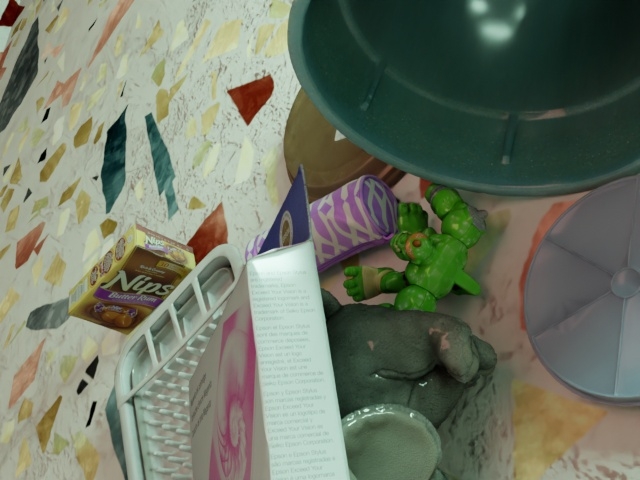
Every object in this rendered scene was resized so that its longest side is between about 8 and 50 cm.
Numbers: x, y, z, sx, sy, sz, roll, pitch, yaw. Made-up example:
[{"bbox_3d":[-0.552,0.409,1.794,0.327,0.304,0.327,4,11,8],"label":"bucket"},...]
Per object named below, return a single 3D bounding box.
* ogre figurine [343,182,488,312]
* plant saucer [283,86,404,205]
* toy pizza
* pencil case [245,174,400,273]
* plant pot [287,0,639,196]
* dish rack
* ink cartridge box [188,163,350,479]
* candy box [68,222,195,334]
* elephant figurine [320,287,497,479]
[{"bbox_3d":[0.102,0.021,0.798,0.197,0.096,0.118,-39,19,-19],"label":"ogre figurine"},{"bbox_3d":[0.045,-0.170,1.019,0.278,0.041,0.277,-26,51,37],"label":"plant saucer"},{"bbox_3d":[0.261,0.040,0.649,0.201,0.032,0.201,-26,52,38],"label":"toy pizza"},{"bbox_3d":[0.000,0.000,0.930,0.206,0.086,0.088,-31,55,34],"label":"pencil case"},{"bbox_3d":[0.181,-0.271,0.712,0.341,0.341,0.334,-10,53,46],"label":"plant pot"},{"bbox_3d":[-0.143,0.198,0.989,0.285,0.072,0.332,-45,41,20],"label":"dish rack"},{"bbox_3d":[-0.066,0.152,0.703,0.324,0.071,0.330,122,143,-58],"label":"ink cartridge box"},{"bbox_3d":[-0.294,0.063,1.214,0.187,0.109,0.053,-43,41,25],"label":"candy box"},{"bbox_3d":[0.057,0.184,0.670,0.186,0.169,0.239,5,63,30],"label":"elephant figurine"}]
